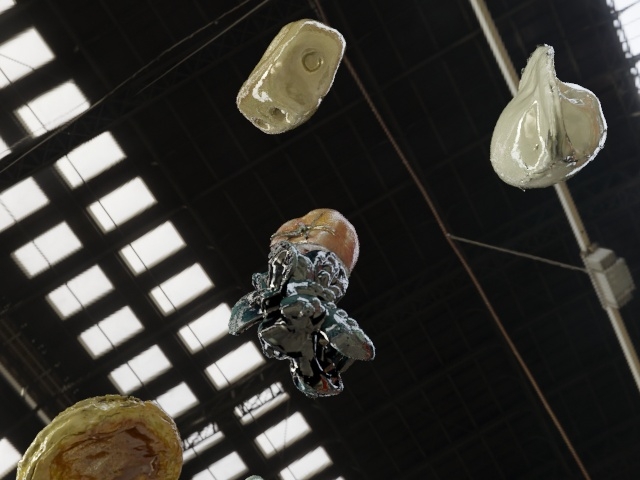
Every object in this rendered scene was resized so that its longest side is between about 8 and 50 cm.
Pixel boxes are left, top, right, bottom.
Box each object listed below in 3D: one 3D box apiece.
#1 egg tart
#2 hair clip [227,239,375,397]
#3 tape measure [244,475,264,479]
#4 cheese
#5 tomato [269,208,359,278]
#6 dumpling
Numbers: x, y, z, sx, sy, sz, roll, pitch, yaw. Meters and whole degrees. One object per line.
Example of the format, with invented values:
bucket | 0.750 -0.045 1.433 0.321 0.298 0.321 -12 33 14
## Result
egg tart | -0.470 0.477 1.341 0.352 0.150 0.351 -11 -70 -30
hair clip | -0.036 0.126 1.130 0.206 0.310 0.194 33 -72 -25
tape measure | -0.175 0.588 1.192 0.125 0.246 0.243 38 -67 11
cheese | -0.049 -0.297 1.110 0.117 0.235 0.217 35 -138 -20
tomato | 0.000 0.000 1.525 0.180 0.214 0.155 58 -132 -37
dumpling | 0.276 -0.153 0.774 0.142 0.247 0.172 -10 -89 9
